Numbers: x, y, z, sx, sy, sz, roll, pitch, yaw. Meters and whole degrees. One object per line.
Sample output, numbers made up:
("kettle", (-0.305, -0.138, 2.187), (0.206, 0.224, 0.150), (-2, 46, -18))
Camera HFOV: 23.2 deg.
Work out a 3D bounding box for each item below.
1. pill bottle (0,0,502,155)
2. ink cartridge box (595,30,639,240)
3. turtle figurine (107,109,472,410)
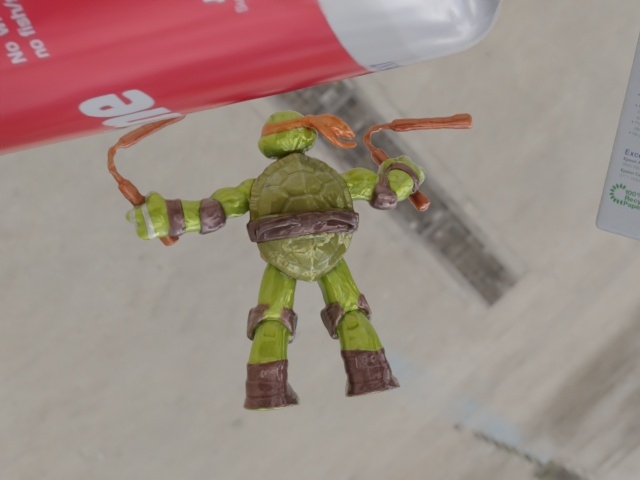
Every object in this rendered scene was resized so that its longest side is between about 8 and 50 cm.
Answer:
("pill bottle", (-0.142, -0.151, 0.667), (0.407, 0.229, 0.229), (-11, 165, 16))
("ink cartridge box", (0.300, -0.085, 0.963), (0.045, 0.223, 0.224), (-20, 124, -59))
("turtle figurine", (0.000, 0.000, 1.066), (0.269, 0.217, 0.087), (-7, 175, -20))
